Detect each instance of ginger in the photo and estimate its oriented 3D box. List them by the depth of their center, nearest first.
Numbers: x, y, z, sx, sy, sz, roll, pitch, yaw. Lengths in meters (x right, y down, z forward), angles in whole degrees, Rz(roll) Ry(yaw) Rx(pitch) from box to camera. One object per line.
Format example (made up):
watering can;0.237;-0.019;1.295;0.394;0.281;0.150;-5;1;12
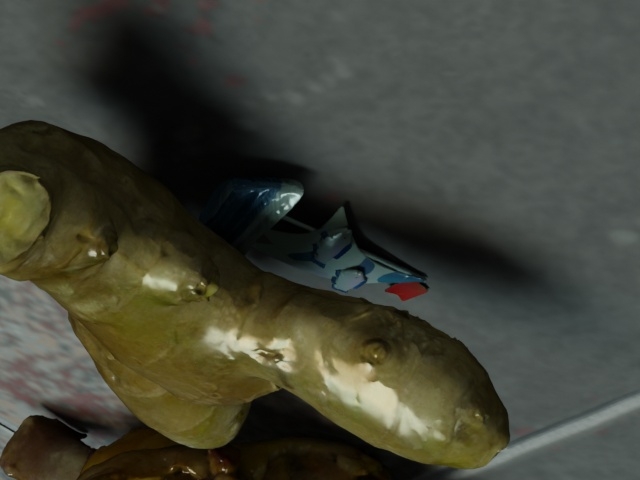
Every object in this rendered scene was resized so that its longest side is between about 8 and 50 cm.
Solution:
ginger;-0.106;0.027;1.176;0.348;0.122;0.363;38;168;-27

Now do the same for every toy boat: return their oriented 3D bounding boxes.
toy boat;-0.011;0.000;1.205;0.105;0.034;0.149;-13;146;43

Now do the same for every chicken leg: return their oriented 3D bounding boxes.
chicken leg;-0.115;0.201;1.439;0.409;0.182;0.295;21;-175;39
